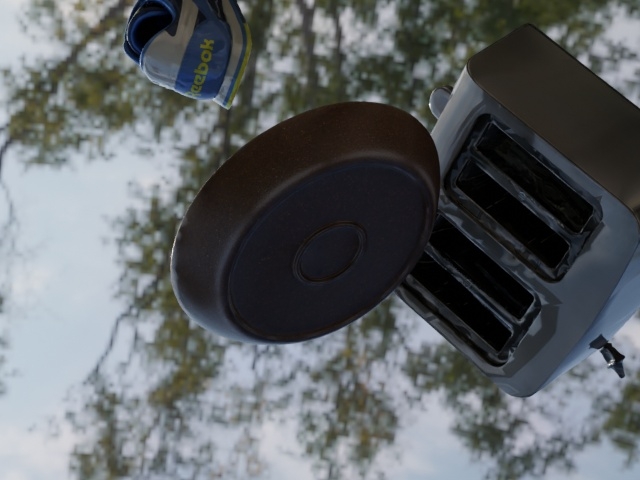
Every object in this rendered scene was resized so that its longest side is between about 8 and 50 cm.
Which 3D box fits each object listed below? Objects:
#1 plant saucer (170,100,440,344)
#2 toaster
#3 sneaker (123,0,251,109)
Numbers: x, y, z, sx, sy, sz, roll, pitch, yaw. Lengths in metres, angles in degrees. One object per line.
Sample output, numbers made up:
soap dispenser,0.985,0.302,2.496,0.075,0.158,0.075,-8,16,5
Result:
plant saucer,0.000,0.000,0.780,0.168,0.168,0.029,-7,-137,-33
toaster,0.135,-0.011,0.875,0.185,0.168,0.110,43,-139,18
sneaker,-0.080,-0.125,0.785,0.059,0.053,0.144,7,-151,-21
